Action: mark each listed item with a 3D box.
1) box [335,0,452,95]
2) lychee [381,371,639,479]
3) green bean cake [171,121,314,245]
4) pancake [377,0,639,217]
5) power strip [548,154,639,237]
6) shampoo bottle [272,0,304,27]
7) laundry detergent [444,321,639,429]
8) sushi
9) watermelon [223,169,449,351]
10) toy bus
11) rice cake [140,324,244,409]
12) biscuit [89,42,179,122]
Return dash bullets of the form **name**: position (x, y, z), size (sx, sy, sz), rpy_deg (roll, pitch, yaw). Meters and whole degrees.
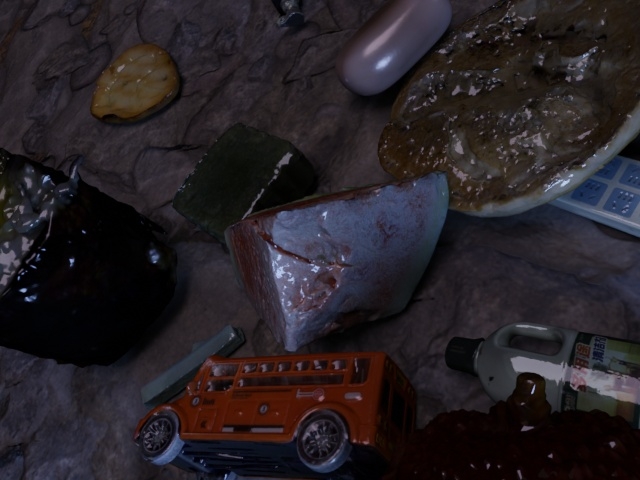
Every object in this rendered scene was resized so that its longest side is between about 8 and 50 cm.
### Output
- **box**: position (0.110, -0.306, 0.954), size (0.200, 0.088, 0.146), rpy_deg (-46, 20, 4)
- **lychee**: position (0.177, 0.260, 0.516), size (0.276, 0.276, 0.304), rpy_deg (-1, 89, 30)
- **green bean cake**: position (-0.121, -0.082, 0.982), size (0.185, 0.094, 0.183), rpy_deg (28, 81, 38)
- **pancake**: position (0.251, -0.190, 0.816), size (0.387, 0.082, 0.386), rpy_deg (-24, 44, 26)
- **power strip**: position (0.345, -0.056, 0.731), size (0.192, 0.035, 0.081), rpy_deg (28, 79, 38)
- **shampoo bottle**: position (-0.076, -0.479, 1.198), size (0.064, 0.057, 0.207), rpy_deg (-29, 53, 13)
- **laundry detergent**: position (0.242, 0.139, 0.662), size (0.226, 0.070, 0.099), rpy_deg (7, 77, 34)
- **sushi**: position (-0.405, 0.035, 0.957), size (0.300, 0.294, 0.281), rpy_deg (13, 72, 34)
- **watermelon**: position (0.000, 0.000, 0.777), size (0.310, 0.193, 0.231), rpy_deg (1, 29, 12)
- **toy bus**: position (-0.058, 0.219, 0.754), size (0.329, 0.143, 0.153), rpy_deg (-9, 50, 27)
- **rice cake**: position (-0.190, 0.182, 0.916), size (0.180, 0.030, 0.042), rpy_deg (-37, 48, 7)
- **biscuit**: position (-0.386, -0.324, 1.311), size (0.260, 0.041, 0.203), rpy_deg (18, 72, 36)
